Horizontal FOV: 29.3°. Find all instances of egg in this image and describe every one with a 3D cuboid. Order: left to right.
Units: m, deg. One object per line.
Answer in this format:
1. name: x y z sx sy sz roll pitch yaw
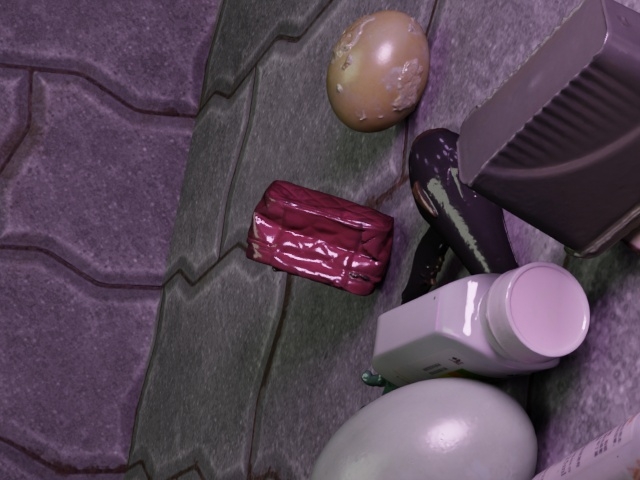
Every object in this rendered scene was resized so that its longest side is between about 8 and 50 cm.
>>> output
1. egg: 0.093 -0.268 1.946 0.201 0.164 0.164 -66 21 18
2. egg: 0.113 0.269 1.392 0.283 0.203 0.203 -35 31 11

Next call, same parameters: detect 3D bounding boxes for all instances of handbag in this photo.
1. handbag: 0.000 0.000 1.916 0.146 0.225 0.135 -63 -10 -79

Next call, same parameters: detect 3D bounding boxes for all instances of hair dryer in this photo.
1. hair dryer: 0.167 0.052 1.666 0.359 0.120 0.303 109 148 -44

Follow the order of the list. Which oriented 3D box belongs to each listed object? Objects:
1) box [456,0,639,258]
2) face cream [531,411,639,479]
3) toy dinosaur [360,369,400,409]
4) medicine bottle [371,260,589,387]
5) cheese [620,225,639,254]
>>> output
1. box: 0.280 -0.117 1.226 0.274 0.178 0.138 -48 28 36
2. face cream: 0.296 0.213 1.158 0.269 0.082 0.082 130 148 -52
3. toy dinosaur: 0.099 0.244 1.686 0.120 0.079 0.291 -124 49 -60
4. medicine bottle: 0.184 0.109 1.421 0.296 0.161 0.111 147 135 -60
5. cheese: 0.311 -0.067 1.392 0.085 0.034 0.400 -67 21 12
